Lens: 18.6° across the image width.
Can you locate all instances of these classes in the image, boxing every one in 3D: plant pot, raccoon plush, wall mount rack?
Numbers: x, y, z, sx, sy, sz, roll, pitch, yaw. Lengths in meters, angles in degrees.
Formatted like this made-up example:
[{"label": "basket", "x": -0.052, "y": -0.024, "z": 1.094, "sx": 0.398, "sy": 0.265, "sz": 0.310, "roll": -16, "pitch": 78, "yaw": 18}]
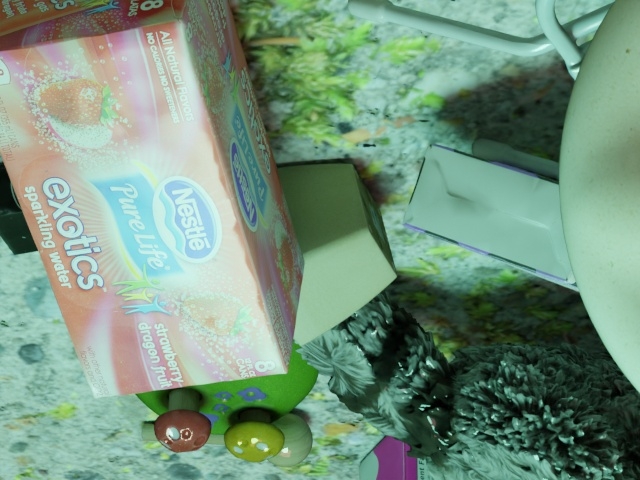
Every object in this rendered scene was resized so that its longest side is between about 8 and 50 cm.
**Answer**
[{"label": "plant pot", "x": 0.000, "y": 0.000, "z": 1.555, "sx": 0.096, "sy": 0.109, "sz": 0.109, "roll": -22, "pitch": 142, "yaw": 10}, {"label": "raccoon plush", "x": 0.217, "y": 0.100, "z": 1.698, "sx": 0.446, "sy": 0.299, "sz": 0.216, "roll": 50, "pitch": 146, "yaw": -11}, {"label": "wall mount rack", "x": 0.204, "y": -0.121, "z": 1.360, "sx": 0.304, "sy": 0.130, "sz": 0.350, "roll": -21, "pitch": 141, "yaw": 22}]

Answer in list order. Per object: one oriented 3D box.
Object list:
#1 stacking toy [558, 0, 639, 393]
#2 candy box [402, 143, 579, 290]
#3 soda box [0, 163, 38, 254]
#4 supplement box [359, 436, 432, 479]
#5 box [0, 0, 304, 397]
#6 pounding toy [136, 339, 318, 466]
[{"label": "stacking toy", "x": 0.393, "y": -0.049, "z": 1.231, "sx": 0.350, "sy": 0.351, "sz": 0.480, "roll": -25, "pitch": 173, "yaw": 32}, {"label": "candy box", "x": 0.189, "y": -0.001, "z": 1.470, "sx": 0.164, "sy": 0.070, "sz": 0.196, "roll": 20, "pitch": -179, "yaw": 43}, {"label": "soda box", "x": -0.174, "y": -0.037, "z": 1.535, "sx": 0.168, "sy": 0.053, "sz": 0.060, "roll": -10, "pitch": 144, "yaw": 12}, {"label": "supplement box", "x": 0.158, "y": 0.265, "z": 1.933, "sx": 0.220, "sy": 0.114, "sz": 0.111, "roll": 14, "pitch": 144, "yaw": -17}, {"label": "box", "x": -0.119, "y": -0.051, "z": 1.361, "sx": 0.154, "sy": 0.142, "sz": 0.300, "roll": -8, "pitch": 126, "yaw": 10}, {"label": "pounding toy", "x": -0.091, "y": 0.163, "z": 1.781, "sx": 0.182, "sy": 0.110, "sz": 0.237, "roll": 0, "pitch": 145, "yaw": 0}]
